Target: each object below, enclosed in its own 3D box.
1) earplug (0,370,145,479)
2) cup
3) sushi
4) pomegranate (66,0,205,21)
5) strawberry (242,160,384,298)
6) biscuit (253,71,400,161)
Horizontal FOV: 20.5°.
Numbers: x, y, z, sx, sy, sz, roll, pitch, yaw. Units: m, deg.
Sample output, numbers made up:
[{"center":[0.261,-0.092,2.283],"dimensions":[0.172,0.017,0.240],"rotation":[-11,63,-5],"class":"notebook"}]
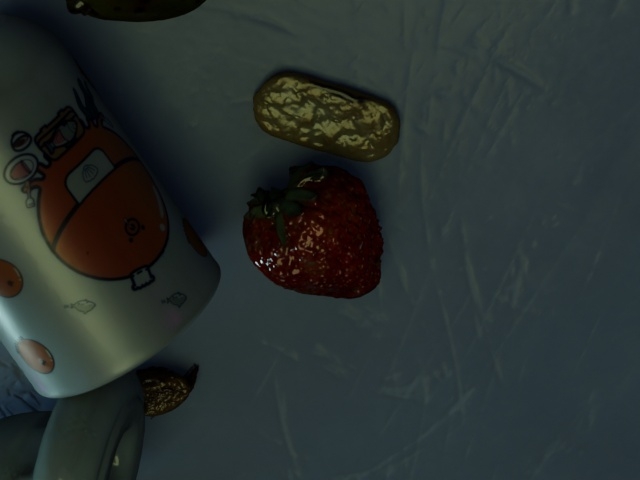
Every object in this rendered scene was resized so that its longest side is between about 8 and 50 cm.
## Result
[{"center":[-0.273,0.238,1.771],"dimensions":[0.175,0.214,0.325],"rotation":[30,144,-17],"class":"earplug"},{"center":[-0.266,-0.039,1.655],"dimensions":[0.212,0.212,0.317],"rotation":[-28,111,15],"class":"cup"},{"center":[-0.175,0.155,1.840],"dimensions":[0.099,0.047,0.050],"rotation":[-1,114,-9],"class":"sushi"},{"center":[-0.160,-0.307,1.542],"dimensions":[0.202,0.202,0.248],"rotation":[26,87,-11],"class":"pomegranate"},{"center":[-0.004,0.002,1.714],"dimensions":[0.131,0.131,0.148],"rotation":[-20,106,12],"class":"strawberry"},{"center":[0.006,-0.119,1.710],"dimensions":[0.147,0.018,0.071],"rotation":[16,119,-7],"class":"biscuit"}]
